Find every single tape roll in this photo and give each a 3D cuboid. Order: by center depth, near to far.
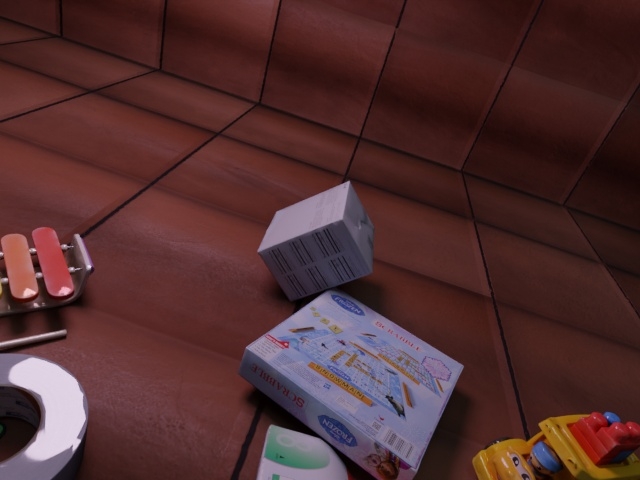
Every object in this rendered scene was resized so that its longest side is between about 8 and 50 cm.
[{"bbox_3d":[-0.414,0.250,0.567,0.219,0.072,0.219,16,33,-11],"label":"tape roll"}]

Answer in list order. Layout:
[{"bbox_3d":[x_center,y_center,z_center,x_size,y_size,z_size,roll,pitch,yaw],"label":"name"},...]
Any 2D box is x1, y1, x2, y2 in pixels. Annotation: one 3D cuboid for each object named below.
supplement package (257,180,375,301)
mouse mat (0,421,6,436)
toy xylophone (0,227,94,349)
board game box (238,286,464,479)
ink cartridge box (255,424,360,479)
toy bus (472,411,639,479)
[{"bbox_3d":[0.000,0.000,1.024,0.203,0.149,0.194,-21,25,20],"label":"supplement package"},{"bbox_3d":[-0.534,0.256,0.571,0.190,0.007,0.152,22,32,7],"label":"mouse mat"},{"bbox_3d":[-0.551,0.082,0.763,0.323,0.081,0.236,-15,45,-42],"label":"toy xylophone"},{"bbox_3d":[0.072,0.236,0.827,0.319,0.066,0.318,31,27,20],"label":"board game box"},{"bbox_3d":[0.023,0.338,0.611,0.225,0.056,0.181,14,1,-2],"label":"ink cartridge box"},{"bbox_3d":[0.387,0.346,0.709,0.220,0.211,0.149,5,35,-19],"label":"toy bus"}]
